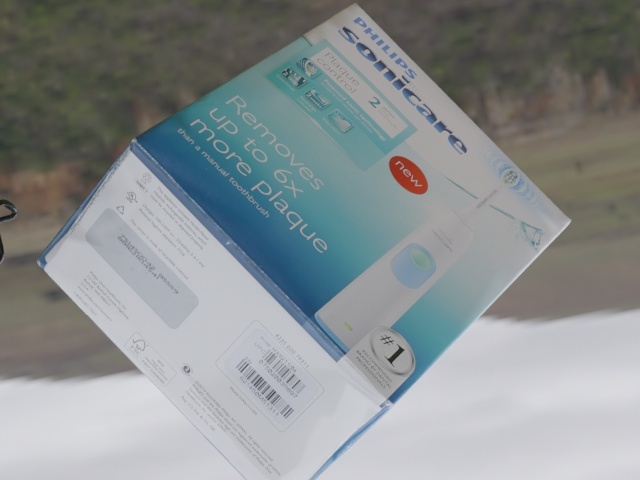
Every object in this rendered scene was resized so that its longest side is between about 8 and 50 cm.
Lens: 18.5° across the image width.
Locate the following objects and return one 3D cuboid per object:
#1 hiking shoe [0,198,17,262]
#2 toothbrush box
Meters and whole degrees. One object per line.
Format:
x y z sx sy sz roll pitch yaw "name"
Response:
-0.294 0.107 1.338 0.132 0.304 0.113 9 -151 -12 "hiking shoe"
0.000 0.000 1.252 0.126 0.216 0.295 -47 175 34 "toothbrush box"
